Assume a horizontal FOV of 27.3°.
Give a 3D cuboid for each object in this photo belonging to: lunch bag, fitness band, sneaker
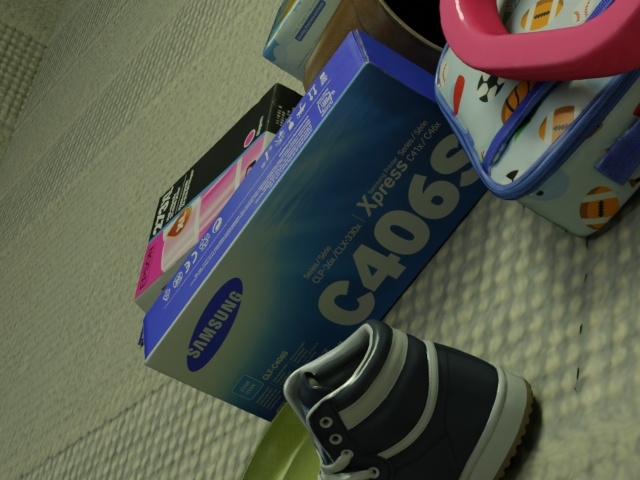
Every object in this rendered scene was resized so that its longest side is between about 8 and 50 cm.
[{"bbox_3d":[0.222,-0.165,0.968,0.303,0.115,0.243,-53,26,22],"label":"lunch bag"},{"bbox_3d":[0.167,-0.211,0.877,0.291,0.054,0.209,10,90,66],"label":"fitness band"},{"bbox_3d":[0.019,0.191,0.922,0.282,0.153,0.099,-62,17,-2],"label":"sneaker"}]

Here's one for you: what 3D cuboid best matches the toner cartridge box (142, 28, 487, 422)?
[{"bbox_3d":[0.000,0.000,1.174,0.348,0.165,0.075,-53,24,21],"label":"toner cartridge box"}]

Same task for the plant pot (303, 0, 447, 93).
[{"bbox_3d":[0.073,-0.186,1.252,0.165,0.167,0.167,-48,26,45],"label":"plant pot"}]

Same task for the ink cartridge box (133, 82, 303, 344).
[{"bbox_3d":[-0.143,-0.025,1.636,0.371,0.069,0.176,-42,30,43],"label":"ink cartridge box"}]

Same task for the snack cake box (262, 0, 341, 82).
[{"bbox_3d":[0.020,-0.270,1.457,0.152,0.089,0.264,-55,9,18],"label":"snack cake box"}]

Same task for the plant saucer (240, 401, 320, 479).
[{"bbox_3d":[-0.004,0.219,1.099,0.241,0.037,0.241,-47,27,32],"label":"plant saucer"}]
